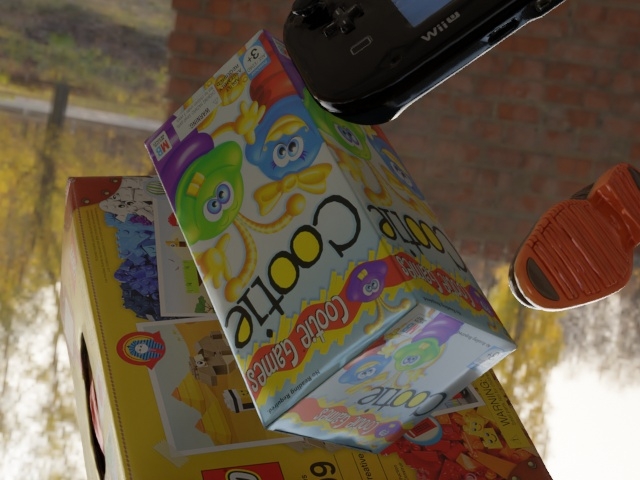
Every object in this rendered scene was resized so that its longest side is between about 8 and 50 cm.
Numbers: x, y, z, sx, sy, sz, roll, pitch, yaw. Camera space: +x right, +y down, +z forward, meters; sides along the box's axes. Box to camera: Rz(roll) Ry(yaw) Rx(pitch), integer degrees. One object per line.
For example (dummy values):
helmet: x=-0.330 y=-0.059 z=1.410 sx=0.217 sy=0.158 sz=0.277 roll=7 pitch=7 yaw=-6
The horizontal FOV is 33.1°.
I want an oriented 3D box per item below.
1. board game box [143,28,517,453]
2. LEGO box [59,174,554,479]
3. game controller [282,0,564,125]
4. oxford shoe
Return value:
board game box: x=0.000 y=0.000 z=0.814 sx=0.144 sy=0.142 sz=0.275 roll=25 pitch=-150 yaw=-50
LEGO box: x=-0.045 y=0.150 z=1.080 sx=0.373 sy=0.193 sz=0.500 roll=-2 pitch=-141 yaw=-20
game controller: x=0.120 y=-0.191 z=0.662 sx=0.067 sy=0.319 sz=0.166 roll=51 pitch=-171 yaw=-27
oxford shoe: x=0.321 y=0.016 z=1.381 sx=0.133 sy=0.130 sz=0.364 roll=-35 pitch=175 yaw=40
